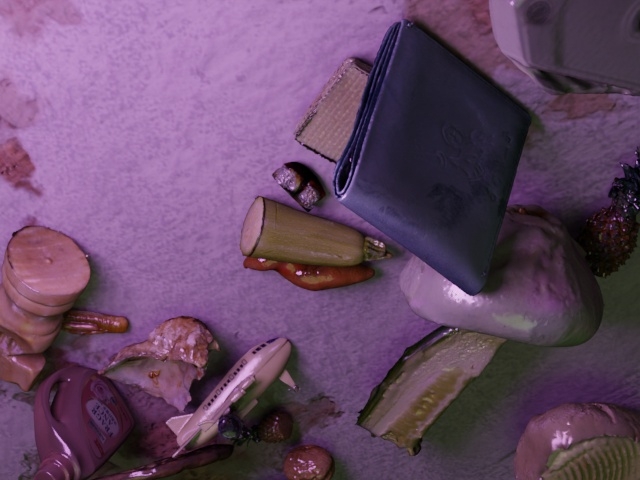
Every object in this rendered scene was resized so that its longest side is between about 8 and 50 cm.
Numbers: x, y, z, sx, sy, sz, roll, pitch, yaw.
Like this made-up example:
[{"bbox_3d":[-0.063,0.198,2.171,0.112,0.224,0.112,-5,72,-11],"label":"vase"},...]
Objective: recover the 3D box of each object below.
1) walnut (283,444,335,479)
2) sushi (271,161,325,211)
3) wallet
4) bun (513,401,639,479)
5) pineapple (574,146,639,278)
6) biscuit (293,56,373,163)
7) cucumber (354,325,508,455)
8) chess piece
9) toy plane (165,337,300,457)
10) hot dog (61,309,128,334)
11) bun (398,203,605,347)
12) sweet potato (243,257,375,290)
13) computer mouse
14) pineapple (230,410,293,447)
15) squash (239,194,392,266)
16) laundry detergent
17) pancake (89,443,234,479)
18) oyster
[{"bbox_3d":[-0.023,0.411,1.853,0.096,0.082,0.079,-7,159,16],"label":"walnut"},{"bbox_3d":[-0.028,-0.083,1.485,0.046,0.044,0.083,-43,121,5],"label":"sushi"},{"bbox_3d":[0.150,-0.107,1.316,0.251,0.290,0.054,35,150,-25],"label":"wallet"},{"bbox_3d":[0.451,0.367,1.763,0.260,0.152,0.259,-7,128,-9],"label":"bun"},{"bbox_3d":[0.439,-0.025,1.482,0.083,0.103,0.221,-8,137,-38],"label":"pineapple"},{"bbox_3d":[0.101,-0.145,1.420,0.250,0.046,0.147,26,124,-18],"label":"biscuit"},{"bbox_3d":[0.187,0.209,1.671,0.145,0.105,0.325,27,127,-12],"label":"cucumber"},{"bbox_3d":[-0.467,0.121,1.602,0.137,0.137,0.301,23,130,-17],"label":"chess piece"},{"bbox_3d":[-0.143,0.260,1.687,0.256,0.242,0.104,-34,89,-4],"label":"toy plane"},{"bbox_3d":[-0.382,0.136,1.669,0.137,0.028,0.044,7,136,-6],"label":"hot dog"},{"bbox_3d":[0.266,0.038,1.457,0.293,0.293,0.187,8,95,-5],"label":"bun"},{"bbox_3d":[-0.017,0.046,1.571,0.202,0.058,0.055,10,149,-8],"label":"sweet potato"},{"bbox_3d":[0.390,-0.290,1.241,0.429,0.145,0.228,4,123,-18],"label":"computer mouse"},{"bbox_3d":[-0.110,0.338,1.822,0.124,0.058,0.058,-16,128,31],"label":"pineapple"},{"bbox_3d":[0.000,0.000,1.516,0.224,0.094,0.094,12,128,-15],"label":"squash"},{"bbox_3d":[-0.410,0.302,1.670,0.076,0.237,0.171,-29,96,23],"label":"laundry detergent"},{"bbox_3d":[-0.285,0.393,1.750,0.286,0.033,0.288,-14,171,-15],"label":"pancake"},{"bbox_3d":[-0.251,0.195,1.682,0.162,0.107,0.233,25,143,-30],"label":"oyster"}]
